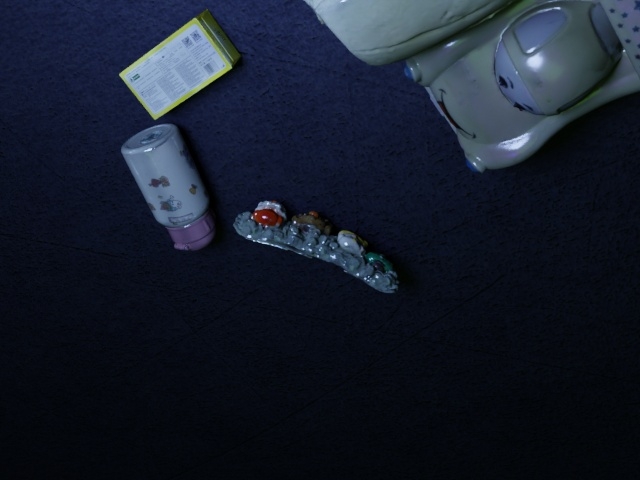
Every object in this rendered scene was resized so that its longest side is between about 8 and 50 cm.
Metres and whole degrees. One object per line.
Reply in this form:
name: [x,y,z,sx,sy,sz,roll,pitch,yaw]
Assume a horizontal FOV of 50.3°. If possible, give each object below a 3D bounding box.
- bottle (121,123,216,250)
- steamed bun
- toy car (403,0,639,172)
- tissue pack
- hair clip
bottle: [-0.263,-0.087,1.238,0.109,0.110,0.233,-11,122,17]
steamed bun: [0.099,-0.341,0.808,0.290,0.272,0.273,-28,119,30]
toy car: [0.309,-0.248,0.953,0.336,0.226,0.242,-29,115,25]
tissue pack: [-0.230,-0.288,1.121,0.176,0.062,0.095,-27,114,26]
hair clip: [0.001,-0.001,1.252,0.321,0.138,0.091,20,95,-3]
